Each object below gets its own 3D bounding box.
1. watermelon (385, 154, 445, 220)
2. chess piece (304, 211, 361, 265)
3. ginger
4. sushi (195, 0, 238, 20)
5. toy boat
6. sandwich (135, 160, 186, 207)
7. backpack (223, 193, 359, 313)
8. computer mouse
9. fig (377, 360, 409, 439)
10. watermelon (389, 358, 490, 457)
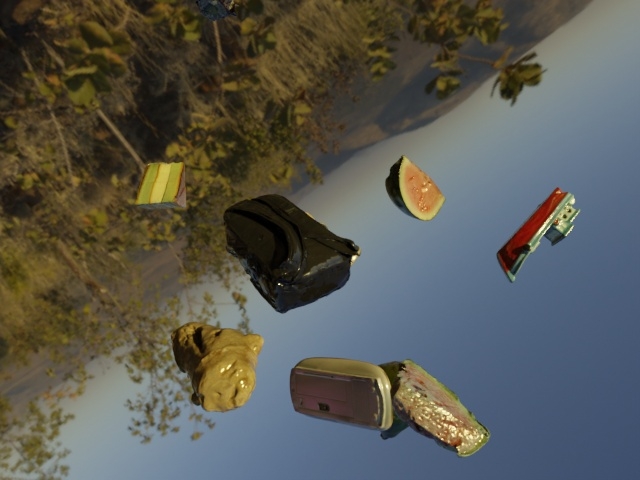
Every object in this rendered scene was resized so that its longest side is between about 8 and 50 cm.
[{"bbox_3d":[0.168,-0.087,1.065,0.069,0.163,0.086,4,-114,46],"label":"watermelon"},{"bbox_3d":[0.000,0.000,1.230,0.094,0.170,0.094,-48,-173,7],"label":"chess piece"},{"bbox_3d":[-0.230,0.253,1.184,0.190,0.126,0.354,-46,-150,-21],"label":"ginger"},{"bbox_3d":[-0.284,-0.663,1.509,0.098,0.084,0.094,-4,152,15],"label":"sushi"},{"bbox_3d":[0.332,-0.006,0.842,0.173,0.059,0.069,-44,169,-15],"label":"toy boat"},{"bbox_3d":[-0.446,-0.161,1.534,0.117,0.144,0.187,-6,180,-5],"label":"sandwich"},{"bbox_3d":[-0.046,0.014,0.673,0.120,0.165,0.105,-14,127,-34],"label":"backpack"},{"bbox_3d":[0.040,0.290,1.048,0.245,0.125,0.056,-6,178,41],"label":"computer mouse"},{"bbox_3d":[0.214,0.463,1.569,0.196,0.244,0.195,-2,-171,0],"label":"fig"},{"bbox_3d":[0.136,0.230,0.770,0.071,0.139,0.187,-56,-145,5],"label":"watermelon"}]
